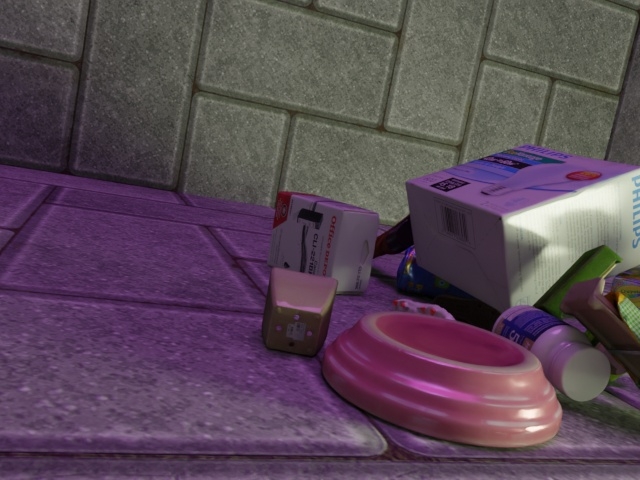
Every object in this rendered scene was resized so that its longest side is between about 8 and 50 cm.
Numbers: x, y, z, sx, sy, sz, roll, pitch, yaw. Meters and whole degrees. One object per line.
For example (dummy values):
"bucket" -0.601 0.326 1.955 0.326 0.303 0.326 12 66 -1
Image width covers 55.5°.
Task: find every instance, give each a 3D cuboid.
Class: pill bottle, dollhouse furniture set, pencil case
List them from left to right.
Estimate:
"pencil case" 0.347 0.093 1.527 0.306 0.133 0.119 11 13 9
"pill bottle" 0.368 0.181 0.979 0.112 0.111 0.187 9 7 -15
"dollhouse furniture set" 0.492 0.117 0.961 0.197 0.151 0.301 46 -2 9

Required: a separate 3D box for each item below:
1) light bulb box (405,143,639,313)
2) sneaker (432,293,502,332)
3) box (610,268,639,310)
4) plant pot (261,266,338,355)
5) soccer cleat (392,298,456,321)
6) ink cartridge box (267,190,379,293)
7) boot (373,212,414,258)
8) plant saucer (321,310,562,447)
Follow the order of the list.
"light bulb box" 0.441 -0.043 1.341 0.361 0.225 0.358 -19 23 -19
"sneaker" 0.335 0.153 1.310 0.071 0.066 0.188 5 10 -44
"box" 0.763 0.183 1.279 0.290 0.176 0.279 16 9 30
"plant pot" -0.037 0.117 0.936 0.109 0.108 0.096 11 20 0
"soccer cleat" 0.212 0.151 1.165 0.076 0.068 0.196 10 4 -28
"ink cartridge box" 0.000 0.000 1.469 0.114 0.196 0.273 3 10 -38
"boot" 0.242 -0.023 1.728 0.096 0.264 0.280 49 -25 -3
"plant saucer" 0.170 0.174 0.855 0.332 0.084 0.332 10 7 -1
